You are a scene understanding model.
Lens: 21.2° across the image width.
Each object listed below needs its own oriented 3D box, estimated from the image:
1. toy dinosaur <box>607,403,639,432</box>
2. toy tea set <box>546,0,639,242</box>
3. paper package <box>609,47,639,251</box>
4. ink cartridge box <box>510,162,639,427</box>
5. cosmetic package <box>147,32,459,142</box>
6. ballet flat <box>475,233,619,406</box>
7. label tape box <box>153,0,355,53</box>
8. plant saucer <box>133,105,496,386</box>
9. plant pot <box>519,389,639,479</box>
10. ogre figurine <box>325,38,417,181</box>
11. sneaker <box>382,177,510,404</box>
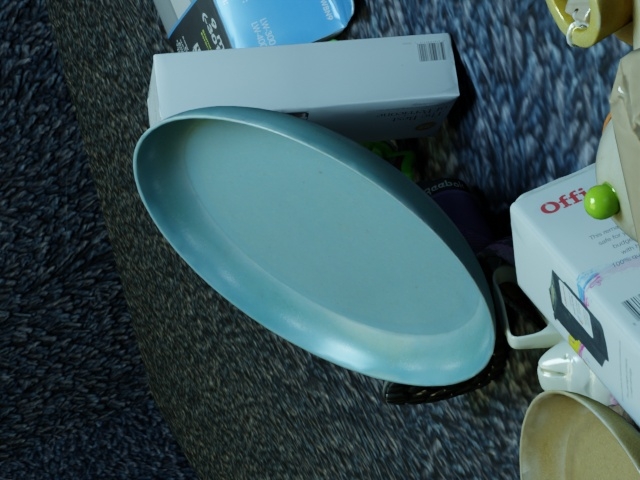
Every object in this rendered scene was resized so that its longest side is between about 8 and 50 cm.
[{"bbox_3d":[0.243,0.130,1.044,0.200,0.127,0.295,110,141,-69],"label":"toy dinosaur"},{"bbox_3d":[0.158,-0.136,0.960,0.336,0.124,0.200,57,162,36],"label":"toy tea set"},{"bbox_3d":[0.266,0.045,0.435,0.168,0.325,0.309,-140,31,-62],"label":"paper package"},{"bbox_3d":[0.209,0.027,1.003,0.175,0.127,0.072,-126,18,-46],"label":"ink cartridge box"},{"bbox_3d":[-0.016,-0.114,1.377,0.099,0.239,0.060,119,144,-73],"label":"cosmetic package"},{"bbox_3d":[0.181,0.069,1.258,0.221,0.079,0.077,-128,23,-47],"label":"ballet flat"},{"bbox_3d":[-0.090,-0.284,1.669,0.348,0.115,0.249,159,89,-77],"label":"label tape box"},{"bbox_3d":[0.000,0.000,1.322,0.318,0.043,0.317,25,152,14],"label":"plant saucer"},{"bbox_3d":[0.185,0.199,1.022,0.236,0.032,0.236,165,90,-76],"label":"plant pot"},{"bbox_3d":[0.037,-0.075,1.560,0.118,0.097,0.197,-101,14,-61],"label":"ogre figurine"},{"bbox_3d":[0.107,0.045,1.504,0.283,0.107,0.124,103,157,-59],"label":"sneaker"}]
